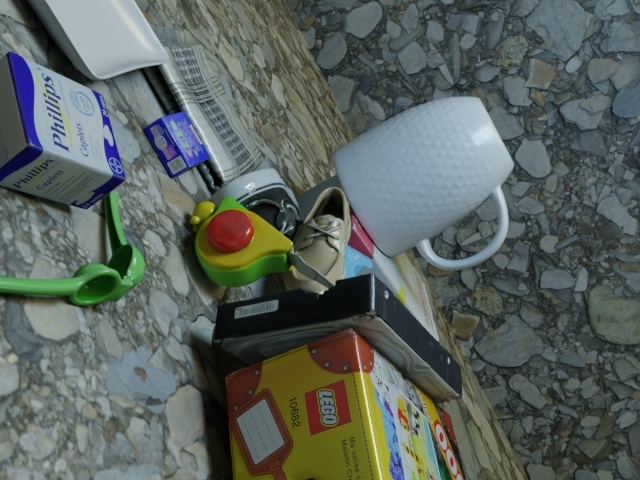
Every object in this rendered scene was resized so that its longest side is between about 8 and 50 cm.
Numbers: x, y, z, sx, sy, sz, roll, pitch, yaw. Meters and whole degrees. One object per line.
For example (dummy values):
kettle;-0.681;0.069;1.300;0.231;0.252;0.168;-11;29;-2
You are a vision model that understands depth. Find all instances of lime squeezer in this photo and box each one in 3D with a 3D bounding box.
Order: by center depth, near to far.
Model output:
lime squeezer;-0.251;0.020;0.797;0.110;0.058;0.310;60;16;-13

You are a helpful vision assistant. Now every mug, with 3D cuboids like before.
mug;0.257;-0.115;1.573;0.374;0.328;0.276;64;17;10

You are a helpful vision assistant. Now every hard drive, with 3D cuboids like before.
hard drive;0.039;0.165;1.029;0.339;0.236;0.064;46;39;-50

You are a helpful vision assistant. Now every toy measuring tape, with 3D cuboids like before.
toy measuring tape;-0.086;0.046;1.061;0.330;0.121;0.121;37;3;26

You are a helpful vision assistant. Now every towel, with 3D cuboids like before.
towel;-0.220;-0.265;1.378;0.324;0.056;0.312;60;15;-8

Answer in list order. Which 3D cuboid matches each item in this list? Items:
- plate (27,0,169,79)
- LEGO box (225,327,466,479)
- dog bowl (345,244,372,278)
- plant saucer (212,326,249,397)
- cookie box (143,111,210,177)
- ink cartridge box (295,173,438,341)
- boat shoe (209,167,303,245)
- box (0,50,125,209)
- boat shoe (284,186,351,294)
plate;-0.360;-0.363;1.066;0.278;0.045;0.277;57;18;-11
LEGO box;0.076;0.421;0.881;0.372;0.193;0.501;45;27;-49
dog bowl;0.016;0.106;1.361;0.074;0.166;0.297;44;22;-21
plant saucer;-0.089;0.198;1.074;0.199;0.036;0.199;56;17;-28
cookie box;-0.232;-0.158;1.183;0.092;0.040;0.107;61;16;-8
ink cartridge box;0.103;0.069;1.686;0.385;0.160;0.279;54;17;-27
boat shoe;-0.088;-0.045;1.315;0.119;0.121;0.335;61;12;11
box;-0.301;-0.118;0.802;0.137;0.072;0.126;19;45;-58
boat shoe;0.000;0.000;1.301;0.302;0.109;0.098;-68;161;-59
